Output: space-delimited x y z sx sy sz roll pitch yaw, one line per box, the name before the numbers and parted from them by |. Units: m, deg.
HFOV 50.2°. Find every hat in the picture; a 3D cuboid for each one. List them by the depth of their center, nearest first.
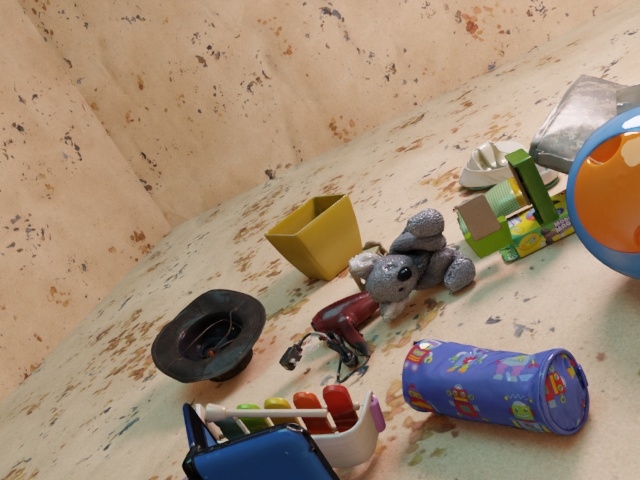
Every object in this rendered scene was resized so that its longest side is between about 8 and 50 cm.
hat | -0.267 0.276 1.783 0.331 0.134 0.331 -18 36 14

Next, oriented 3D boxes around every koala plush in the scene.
koala plush | 0.188 0.066 1.529 0.221 0.196 0.203 -36 6 -15

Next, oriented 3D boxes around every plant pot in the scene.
plant pot | 0.000 0.000 2.010 0.212 0.187 0.212 -39 17 -23

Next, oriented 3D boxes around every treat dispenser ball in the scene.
treat dispenser ball | 0.549 -0.076 1.101 0.288 0.288 0.288 -28 17 9

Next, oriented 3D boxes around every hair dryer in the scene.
hair dryer | 0.065 0.211 1.543 0.223 0.080 0.293 3 41 37

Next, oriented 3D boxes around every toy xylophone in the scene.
toy xylophone | -0.056 0.299 1.105 0.322 0.236 0.081 -2 50 5

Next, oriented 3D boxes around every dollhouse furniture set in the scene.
dollhouse furniture set | 0.382 -0.108 1.536 0.197 0.151 0.301 -28 14 12
dollhouse furniture set | 0.157 0.073 1.678 0.161 0.101 0.182 -20 20 33

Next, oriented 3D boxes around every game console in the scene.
game console | -0.047 0.342 0.930 0.250 0.293 0.173 -24 19 22

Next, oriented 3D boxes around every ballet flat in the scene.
ballet flat | 0.492 -0.215 1.868 0.139 0.139 0.400 -35 17 -13

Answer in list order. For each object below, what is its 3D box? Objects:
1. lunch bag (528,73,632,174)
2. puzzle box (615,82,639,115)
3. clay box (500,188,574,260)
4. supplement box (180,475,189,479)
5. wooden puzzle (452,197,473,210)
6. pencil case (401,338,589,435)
lunch bag | 0.608 -0.211 1.468 0.235 0.169 0.287 24 49 32
puzzle box | 0.753 -0.235 1.198 0.409 0.052 0.272 4 -6 -35
clay box | 0.491 -0.040 1.503 0.222 0.053 0.127 -27 17 12
supplement box | -0.157 0.454 1.190 0.130 0.073 0.239 -37 18 -20
wooden puzzle | 0.409 -0.102 1.903 0.083 0.006 0.049 -14 24 45
pencil case | 0.261 0.219 1.055 0.133 0.119 0.306 -32 14 -33
